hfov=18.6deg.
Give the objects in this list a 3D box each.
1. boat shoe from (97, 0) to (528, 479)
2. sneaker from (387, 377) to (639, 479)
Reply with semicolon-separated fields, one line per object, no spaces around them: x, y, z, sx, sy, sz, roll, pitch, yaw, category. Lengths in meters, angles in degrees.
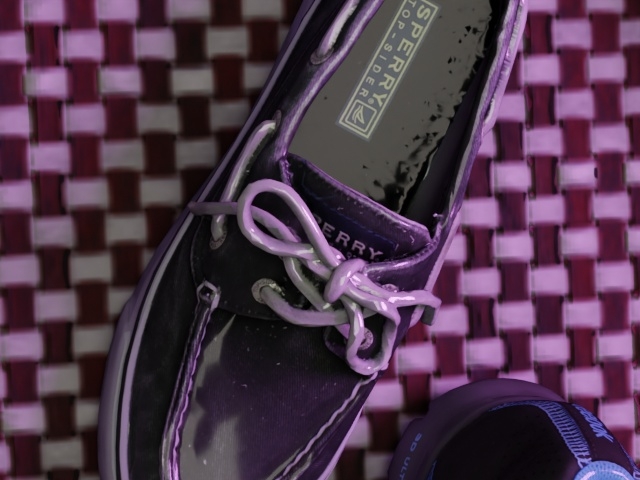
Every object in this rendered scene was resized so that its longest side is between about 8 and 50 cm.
0.004;0.002;0.794;0.113;0.105;0.306;31;85;-12;boat shoe
0.053;0.228;0.795;0.125;0.139;0.341;10;91;-14;sneaker
